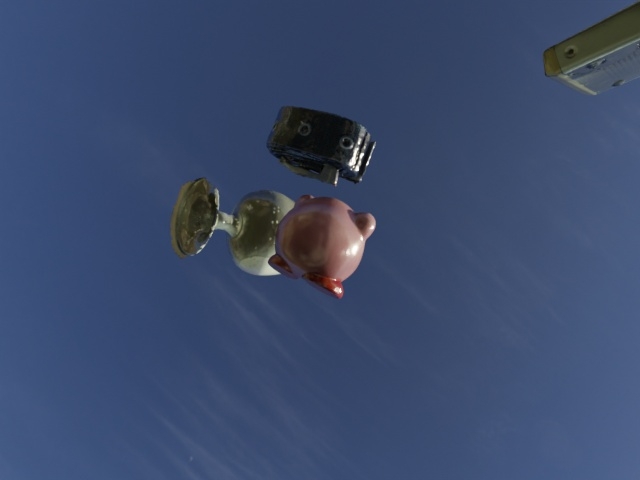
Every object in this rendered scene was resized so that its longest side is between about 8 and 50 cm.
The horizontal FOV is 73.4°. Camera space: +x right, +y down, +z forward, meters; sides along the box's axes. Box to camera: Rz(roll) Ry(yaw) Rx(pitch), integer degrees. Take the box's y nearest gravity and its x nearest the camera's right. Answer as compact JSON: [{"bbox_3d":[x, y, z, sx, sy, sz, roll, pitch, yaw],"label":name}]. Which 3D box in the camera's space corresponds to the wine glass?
[{"bbox_3d":[-0.182,-0.028,1.095,0.238,0.323,0.238,-19,-117,42],"label":"wine glass"}]

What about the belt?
[{"bbox_3d":[-0.014,-0.189,0.879,0.218,0.122,0.128,21,-93,25],"label":"belt"}]

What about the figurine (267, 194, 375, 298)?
[{"bbox_3d":[0.000,0.000,0.801,0.173,0.173,0.173,2,-79,10],"label":"figurine"}]

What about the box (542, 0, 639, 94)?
[{"bbox_3d":[0.435,-0.261,0.568,0.211,0.270,0.045,-19,-94,40],"label":"box"}]
